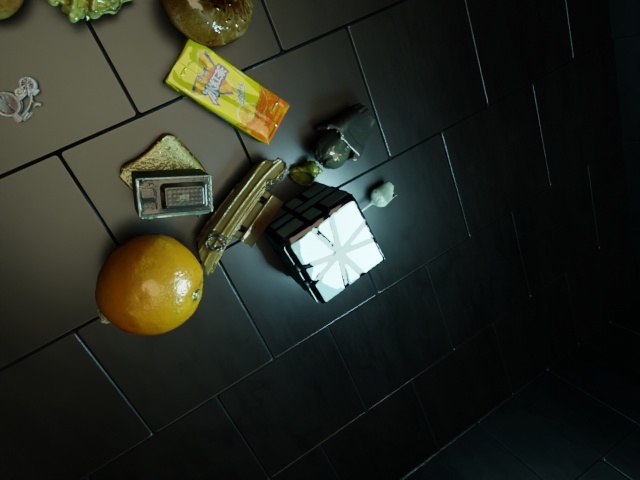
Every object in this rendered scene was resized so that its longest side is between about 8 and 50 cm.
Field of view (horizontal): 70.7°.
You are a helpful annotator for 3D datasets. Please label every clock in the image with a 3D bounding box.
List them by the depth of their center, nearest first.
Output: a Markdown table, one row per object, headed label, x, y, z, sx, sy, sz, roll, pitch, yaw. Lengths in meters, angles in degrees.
| label | x | y | z | sx | sy | sz | roll | pitch | yaw |
| --- | --- | --- | --- | --- | --- | --- | --- | --- | --- |
| clock | -0.806 | -0.379 | 1.211 | 0.129 | 0.041 | 0.087 | -44 | 114 | -1 |

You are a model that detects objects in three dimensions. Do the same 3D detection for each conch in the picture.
| label | x | y | z | sx | sy | sz | roll | pitch | yaw |
| --- | --- | --- | --- | --- | --- | --- | --- | --- | --- |
| conch | -0.049 | -0.233 | 1.575 | 0.121 | 0.074 | 0.089 | -6 | 69 | -1 |

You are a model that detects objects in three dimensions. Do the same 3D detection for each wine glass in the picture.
| label | x | y | z | sx | sy | sz | roll | pitch | yaw |
| --- | --- | --- | --- | --- | --- | --- | --- | --- | --- |
| wine glass | 0.198 | -0.144 | 1.712 | 0.195 | 0.079 | 0.079 | -38 | 116 | -9 |

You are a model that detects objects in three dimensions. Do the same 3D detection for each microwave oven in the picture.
| label | x | y | z | sx | sy | sz | roll | pitch | yaw |
| --- | --- | --- | --- | --- | --- | --- | --- | --- | --- |
| microwave oven | -0.431 | -0.134 | 1.310 | 0.205 | 0.163 | 0.129 | -7 | 110 | -24 |

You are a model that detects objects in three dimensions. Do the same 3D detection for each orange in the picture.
| label | x | y | z | sx | sy | sz | roll | pitch | yaw |
| --- | --- | --- | --- | --- | --- | --- | --- | --- | --- |
| orange | -0.503 | 0.132 | 1.347 | 0.312 | 0.312 | 0.312 | -7 | 107 | -23 |

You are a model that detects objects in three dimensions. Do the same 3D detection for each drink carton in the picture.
| label | x | y | z | sx | sy | sz | roll | pitch | yaw |
| --- | --- | --- | --- | --- | --- | --- | --- | --- | --- |
| drink carton | -0.285 | -0.453 | 1.389 | 0.351 | 0.111 | 0.154 | 29 | 91 | -27 |

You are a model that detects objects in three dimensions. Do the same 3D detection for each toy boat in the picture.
| label | x | y | z | sx | sy | sz | roll | pitch | yaw |
| --- | --- | --- | --- | --- | --- | --- | --- | --- | --- |
| toy boat | -0.251 | -0.079 | 1.495 | 0.162 | 0.136 | 0.445 | 38 | 89 | -3 |

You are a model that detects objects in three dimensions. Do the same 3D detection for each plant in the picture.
| label | x | y | z | sx | sy | sz | roll | pitch | yaw |
| --- | --- | --- | --- | --- | --- | --- | --- | --- | --- |
| plant | 0.076 | -0.357 | 1.564 | 0.256 | 0.142 | 0.164 | -49 | 119 | -17 |

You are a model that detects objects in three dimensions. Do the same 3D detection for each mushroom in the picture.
| label | x | y | z | sx | sy | sz | roll | pitch | yaw |
| --- | --- | --- | --- | --- | --- | --- | --- | --- | --- |
| mushroom | -0.313 | -0.686 | 1.249 | 0.278 | 0.163 | 0.297 | 48 | 50 | -18 |

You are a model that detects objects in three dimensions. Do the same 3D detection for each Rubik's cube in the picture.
| label | x | y | z | sx | sy | sz | roll | pitch | yaw |
| --- | --- | --- | --- | --- | --- | --- | --- | --- | --- |
| Rubik's cube | 0.000 | 0.000 | 1.550 | 0.294 | 0.283 | 0.288 | -37 | 117 | -12 |

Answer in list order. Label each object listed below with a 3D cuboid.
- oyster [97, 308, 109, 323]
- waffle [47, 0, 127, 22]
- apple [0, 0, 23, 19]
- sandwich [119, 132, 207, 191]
| label | x | y | z | sx | sy | sz | roll | pitch | yaw |
| --- | --- | --- | --- | --- | --- | --- | --- | --- | --- |
| oyster | -0.658 | 0.244 | 1.457 | 0.100 | 0.037 | 0.098 | -26 | 113 | -16 |
| waffle | -0.616 | -0.728 | 1.151 | 0.317 | 0.073 | 0.297 | -48 | 119 | -24 |
| apple | -0.807 | -0.625 | 1.065 | 0.188 | 0.174 | 0.188 | -8 | 110 | -22 |
| sandwich | -0.485 | -0.207 | 1.392 | 0.215 | 0.065 | 0.186 | -43 | 117 | -7 |
